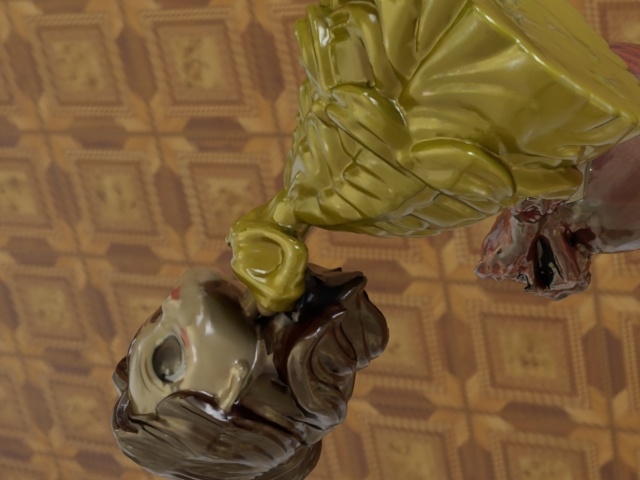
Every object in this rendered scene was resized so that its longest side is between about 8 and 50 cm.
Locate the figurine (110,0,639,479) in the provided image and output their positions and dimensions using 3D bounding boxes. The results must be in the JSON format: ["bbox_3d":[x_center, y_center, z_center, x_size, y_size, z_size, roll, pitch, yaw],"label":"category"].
[{"bbox_3d":[-0.003,-0.002,0.662,0.315,0.168,0.187,-51,53,22],"label":"figurine"}]

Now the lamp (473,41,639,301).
[{"bbox_3d":[0.206,-0.058,0.945,0.151,0.223,0.215,17,151,22],"label":"lamp"}]
